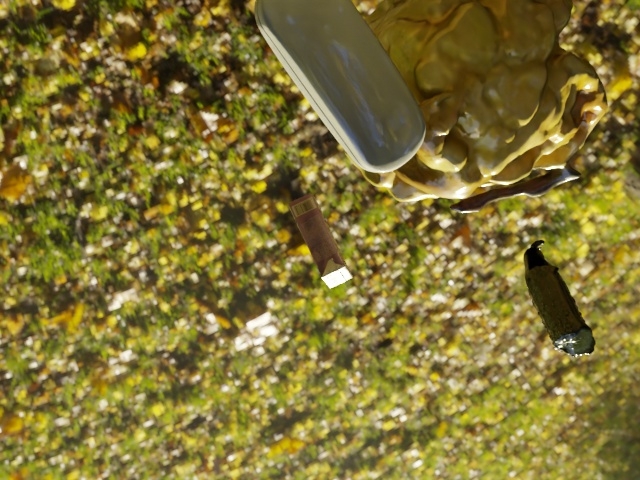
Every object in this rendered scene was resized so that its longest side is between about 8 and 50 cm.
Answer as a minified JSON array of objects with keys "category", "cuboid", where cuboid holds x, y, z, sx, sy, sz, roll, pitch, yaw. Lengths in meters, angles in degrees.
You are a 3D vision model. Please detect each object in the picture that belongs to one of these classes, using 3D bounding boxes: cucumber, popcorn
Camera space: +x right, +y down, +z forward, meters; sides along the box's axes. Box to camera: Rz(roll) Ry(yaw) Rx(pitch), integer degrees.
[{"category":"cucumber","cuboid":[0.213,0.044,0.821,0.043,0.163,0.039,7,123,-12]},{"category":"popcorn","cuboid":[0.191,-0.187,1.155,0.349,0.349,0.381,-43,109,13]}]

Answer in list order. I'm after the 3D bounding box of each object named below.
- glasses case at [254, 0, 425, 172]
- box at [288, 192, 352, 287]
[{"category":"glasses case","cuboid":[0.019,-0.143,0.748,0.074,0.049,0.193,-42,112,-12]},{"category":"box","cuboid":[0.000,0.000,1.139,0.036,0.117,0.050,-27,158,4]}]
